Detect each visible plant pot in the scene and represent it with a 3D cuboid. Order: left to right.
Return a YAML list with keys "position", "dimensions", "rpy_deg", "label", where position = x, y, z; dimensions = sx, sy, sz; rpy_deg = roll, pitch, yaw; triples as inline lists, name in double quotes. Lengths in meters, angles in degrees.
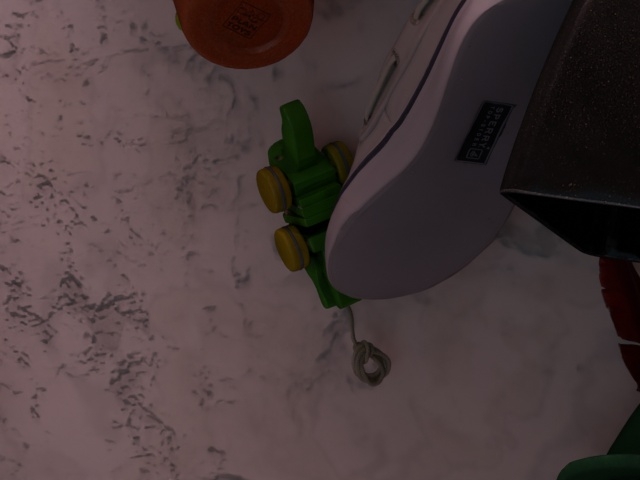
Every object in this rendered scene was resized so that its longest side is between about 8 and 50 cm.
- position: [0.216, -0.076, 1.016]
  dimensions: [0.188, 0.187, 0.167]
  rpy_deg: [7, 82, 22]
  label: "plant pot"

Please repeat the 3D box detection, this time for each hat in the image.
- position: [0.237, 0.081, 1.158]
  dimensions: [0.173, 0.183, 0.208]
  rpy_deg: [1, 150, 31]
  label: "hat"

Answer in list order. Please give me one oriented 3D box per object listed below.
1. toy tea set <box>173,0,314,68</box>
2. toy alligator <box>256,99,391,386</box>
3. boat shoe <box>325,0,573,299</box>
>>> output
- position: [0.020, -0.228, 1.100]
  dimensions: [0.336, 0.124, 0.200]
  rpy_deg: [-19, 135, 11]
  label: "toy tea set"
- position: [0.000, 0.000, 1.227]
  dimensions: [0.051, 0.056, 0.189]
  rpy_deg: [31, 141, 64]
  label: "toy alligator"
- position: [0.068, -0.073, 1.126]
  dimensions: [0.096, 0.088, 0.267]
  rpy_deg: [5, 138, -16]
  label: "boat shoe"
